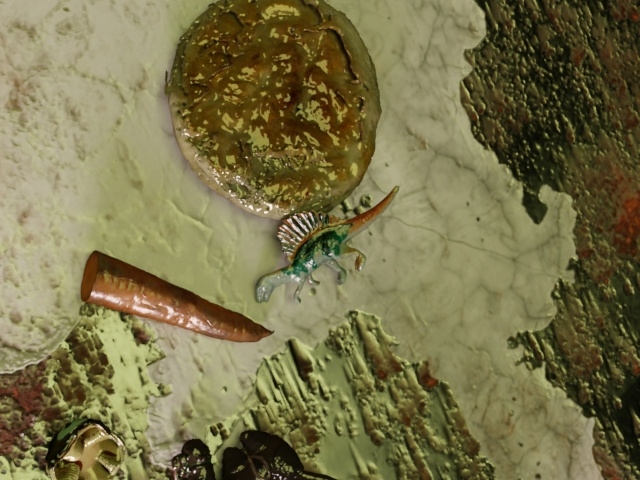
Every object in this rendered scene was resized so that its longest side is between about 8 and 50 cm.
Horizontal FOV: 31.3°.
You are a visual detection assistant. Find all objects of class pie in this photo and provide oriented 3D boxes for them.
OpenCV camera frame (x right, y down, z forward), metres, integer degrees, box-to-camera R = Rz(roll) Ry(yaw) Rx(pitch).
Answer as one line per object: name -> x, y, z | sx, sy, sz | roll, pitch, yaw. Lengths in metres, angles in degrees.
pie -> -0.045, -0.158, 1.305 | 0.274, 0.055, 0.274 | 2, 83, -21

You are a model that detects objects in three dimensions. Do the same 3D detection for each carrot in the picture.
carrot -> -0.153, 0.075, 1.253 | 0.224, 0.057, 0.057 | 23, 78, -24

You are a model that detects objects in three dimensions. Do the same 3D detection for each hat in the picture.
hat -> -0.250, 0.223, 1.195 | 0.076, 0.059, 0.077 | 43, 77, -29

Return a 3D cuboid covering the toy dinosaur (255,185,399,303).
toy dinosaur -> 0.001, 0.001, 1.292 | 0.106, 0.044, 0.187 | 22, 113, -18

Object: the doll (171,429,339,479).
doll -> -0.081, 0.268, 1.259 | 0.165, 0.057, 0.139 | 44, 75, -8
